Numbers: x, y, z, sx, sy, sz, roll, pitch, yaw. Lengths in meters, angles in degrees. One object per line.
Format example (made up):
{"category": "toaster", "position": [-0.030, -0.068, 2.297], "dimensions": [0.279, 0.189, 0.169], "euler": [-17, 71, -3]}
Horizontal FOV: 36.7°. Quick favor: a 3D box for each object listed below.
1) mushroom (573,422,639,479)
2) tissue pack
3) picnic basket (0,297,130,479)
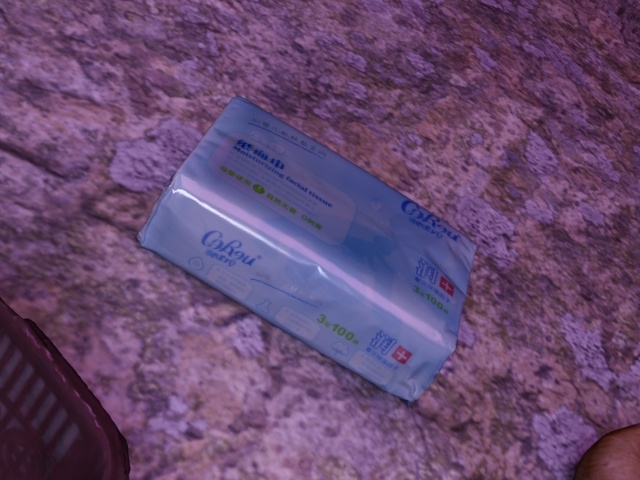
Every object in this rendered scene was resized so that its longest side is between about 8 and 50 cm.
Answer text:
{"category": "mushroom", "position": [0.292, 0.260, 0.734], "dimensions": [0.278, 0.146, 0.278], "euler": [13, 38, -11]}
{"category": "tissue pack", "position": [0.000, 0.000, 0.814], "dimensions": [0.263, 0.089, 0.177], "euler": [33, 35, -7]}
{"category": "picnic basket", "position": [-0.258, 0.095, 0.468], "dimensions": [0.297, 0.129, 0.222], "euler": [45, 39, 10]}
